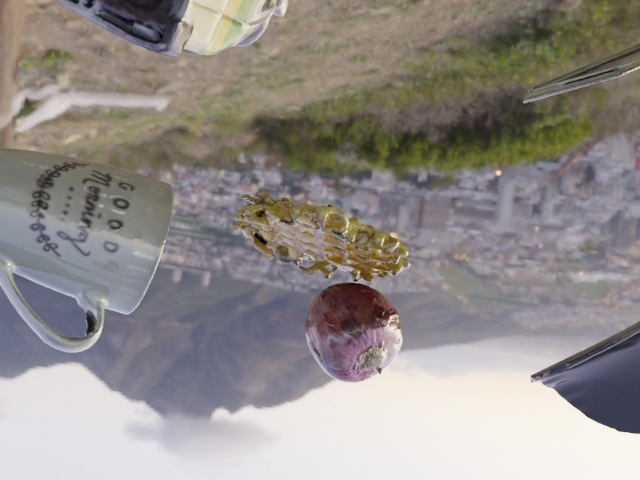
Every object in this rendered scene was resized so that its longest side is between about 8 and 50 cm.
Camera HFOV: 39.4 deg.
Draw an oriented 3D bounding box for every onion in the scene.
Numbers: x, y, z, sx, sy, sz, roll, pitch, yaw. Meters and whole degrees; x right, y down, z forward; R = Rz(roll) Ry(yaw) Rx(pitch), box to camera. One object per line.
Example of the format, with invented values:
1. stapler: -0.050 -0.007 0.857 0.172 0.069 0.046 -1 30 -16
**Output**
1. onion: 0.041 0.134 1.442 0.159 0.159 0.195 13 -157 -36

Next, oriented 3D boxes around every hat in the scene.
1. hat: 0.479 0.100 1.184 0.382 0.257 0.366 -12 142 45

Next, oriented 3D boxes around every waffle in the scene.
1. waffle: -0.001 0.003 1.416 0.262 0.060 0.280 32 157 -29

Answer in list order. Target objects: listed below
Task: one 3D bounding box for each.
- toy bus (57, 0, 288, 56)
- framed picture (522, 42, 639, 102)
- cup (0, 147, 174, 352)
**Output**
1. toy bus: -0.062 -0.281 0.623 0.143 0.305 0.179 31 -168 17
2. framed picture: 0.440 -0.256 1.178 0.296 0.019 0.232 -25 -173 -16
3. cup: -0.338 0.011 1.159 0.234 0.258 0.186 17 152 -21
